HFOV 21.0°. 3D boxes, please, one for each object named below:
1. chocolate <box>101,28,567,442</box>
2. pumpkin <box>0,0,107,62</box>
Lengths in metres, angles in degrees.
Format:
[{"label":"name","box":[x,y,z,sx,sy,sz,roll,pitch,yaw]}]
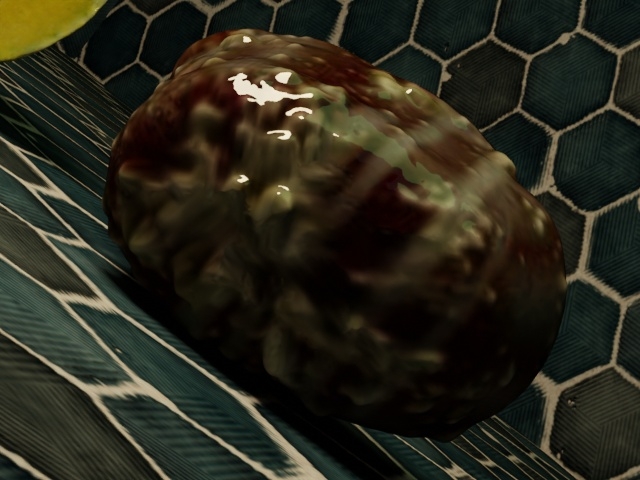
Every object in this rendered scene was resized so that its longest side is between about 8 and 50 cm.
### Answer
[{"label":"chocolate","box":[0.000,0.000,1.157,0.340,0.225,0.210,37,15,6]},{"label":"pumpkin","box":[-0.305,-0.315,1.496,0.332,0.332,0.199,37,-2,-10]}]
